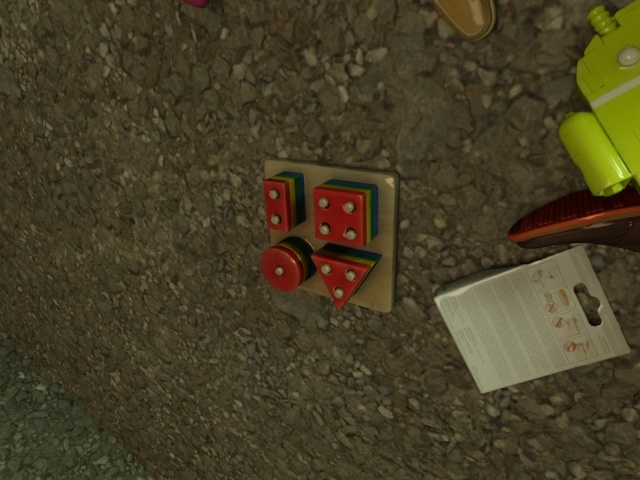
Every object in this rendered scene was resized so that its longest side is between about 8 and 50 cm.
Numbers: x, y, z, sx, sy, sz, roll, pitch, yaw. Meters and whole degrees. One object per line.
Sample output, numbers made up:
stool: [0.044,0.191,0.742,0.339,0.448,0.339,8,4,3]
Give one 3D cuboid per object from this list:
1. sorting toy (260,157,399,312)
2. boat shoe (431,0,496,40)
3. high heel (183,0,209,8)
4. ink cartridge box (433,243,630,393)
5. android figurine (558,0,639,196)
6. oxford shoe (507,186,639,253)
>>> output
sorting toy: [0.000,0.000,0.839,0.257,0.089,0.255,12,118,28]
boat shoe: [0.150,-0.334,0.594,0.068,0.072,0.190,-33,92,39]
high heel: [-0.234,-0.504,0.765,0.117,0.082,0.244,-37,76,49]
ink cartridge box: [0.314,0.119,0.728,0.224,0.056,0.181,-25,97,20]
android figurine: [0.381,-0.150,0.487,0.248,0.056,0.273,-27,77,26]
oxford shoe: [0.375,-0.014,0.584,0.271,0.097,0.098,-13,110,37]
